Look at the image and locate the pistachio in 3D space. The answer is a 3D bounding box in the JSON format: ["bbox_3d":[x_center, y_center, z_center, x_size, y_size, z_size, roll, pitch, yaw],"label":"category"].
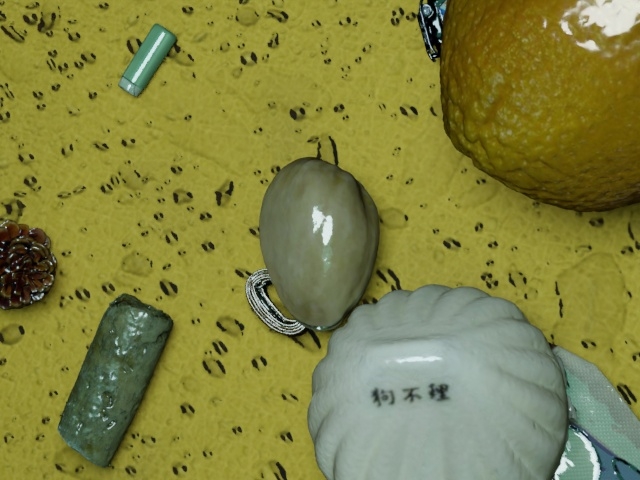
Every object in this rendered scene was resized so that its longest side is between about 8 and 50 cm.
[{"bbox_3d":[0.000,0.000,1.062,0.126,0.108,0.186,-8,75,0],"label":"pistachio"}]

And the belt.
[{"bbox_3d":[-0.042,0.065,1.102,0.059,0.036,0.083,-43,80,1],"label":"belt"}]

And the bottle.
[{"bbox_3d":[-0.197,-0.203,1.164,0.030,0.030,0.083,32,90,11],"label":"bottle"}]

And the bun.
[{"bbox_3d":[0.098,0.142,0.967,0.263,0.175,0.263,-9,61,16],"label":"bun"}]

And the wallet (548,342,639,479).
[{"bbox_3d":[0.207,0.289,1.018,0.275,0.068,0.335,43,90,14],"label":"wallet"}]

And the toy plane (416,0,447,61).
[{"bbox_3d":[0.140,-0.261,1.100,0.078,0.053,0.197,-14,90,4],"label":"toy plane"}]

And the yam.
[{"bbox_3d":[-0.222,0.147,1.102,0.078,0.078,0.179,24,91,11],"label":"yam"}]

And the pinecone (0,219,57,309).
[{"bbox_3d":[-0.330,0.030,1.123,0.109,0.102,0.102,22,86,41],"label":"pinecone"}]

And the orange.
[{"bbox_3d":[0.273,-0.191,0.940,0.357,0.322,0.322,-40,78,17],"label":"orange"}]
